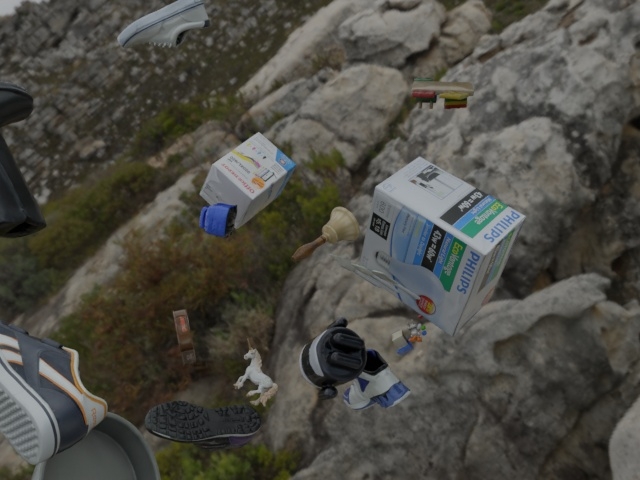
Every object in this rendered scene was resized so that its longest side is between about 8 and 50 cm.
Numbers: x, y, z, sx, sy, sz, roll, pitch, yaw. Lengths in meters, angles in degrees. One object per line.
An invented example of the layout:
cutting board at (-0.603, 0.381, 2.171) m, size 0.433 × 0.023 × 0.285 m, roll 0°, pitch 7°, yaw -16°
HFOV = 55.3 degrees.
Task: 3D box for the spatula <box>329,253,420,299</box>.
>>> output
spatula at (0.140, 0.091, 1.504) m, size 0.168 × 0.242 × 0.019 m, roll 14°, pitch 79°, yaw 37°

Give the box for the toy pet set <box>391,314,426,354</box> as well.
toy pet set at (0.269, 0.288, 1.773) m, size 0.114 × 0.065 × 0.122 m, roll -31°, pitch 14°, yaw 15°

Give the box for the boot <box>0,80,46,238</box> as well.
boot at (-0.867, -0.224, 1.689) m, size 0.146 × 0.445 × 0.367 m, roll -34°, pitch -7°, yaw 22°

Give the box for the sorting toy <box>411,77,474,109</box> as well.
sorting toy at (0.270, -0.322, 1.361) m, size 0.132 × 0.046 × 0.274 m, roll 4°, pitch 22°, yaw 9°

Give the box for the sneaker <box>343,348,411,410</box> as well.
sneaker at (0.166, 0.458, 2.051) m, size 0.127 × 0.182 × 0.315 m, roll -27°, pitch -4°, yaw -30°

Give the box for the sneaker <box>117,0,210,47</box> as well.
sneaker at (-0.391, -0.519, 1.516) m, size 0.258 × 0.091 × 0.094 m, roll -15°, pitch 19°, yaw 26°

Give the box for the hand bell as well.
hand bell at (0.000, 0.000, 1.940) m, size 0.242 × 0.126 × 0.126 m, roll -34°, pitch 14°, yaw -34°

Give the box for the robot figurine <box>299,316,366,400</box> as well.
robot figurine at (0.041, 0.367, 1.899) m, size 0.209 × 0.174 × 0.278 m, roll -37°, pitch -4°, yaw -30°

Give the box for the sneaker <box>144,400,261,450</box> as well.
sneaker at (-0.296, 0.477, 1.501) m, size 0.124 × 0.283 × 0.107 m, roll -62°, pitch 29°, yaw 33°

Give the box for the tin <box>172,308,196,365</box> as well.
tin at (-0.330, 0.235, 1.484) m, size 0.040 × 0.106 × 0.190 m, roll -14°, pitch -25°, yaw -15°

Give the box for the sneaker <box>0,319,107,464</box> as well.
sneaker at (-0.461, 0.209, 0.944) m, size 0.127 × 0.321 × 0.126 m, roll -16°, pitch -47°, yaw -52°

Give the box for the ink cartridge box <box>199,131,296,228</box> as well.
ink cartridge box at (-0.230, -0.190, 1.932) m, size 0.232 × 0.171 × 0.168 m, roll -45°, pitch -6°, yaw -40°

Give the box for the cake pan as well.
cake pan at (-0.424, 0.476, 1.159) m, size 0.054 × 0.293 × 0.293 m, roll -25°, pitch 26°, yaw 22°

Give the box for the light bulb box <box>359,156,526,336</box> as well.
light bulb box at (0.335, 0.016, 1.765) m, size 0.361 × 0.358 × 0.225 m, roll 35°, pitch 51°, yaw 26°

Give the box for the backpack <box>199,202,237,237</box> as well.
backpack at (-0.292, -0.056, 1.733) m, size 0.120 × 0.101 × 0.098 m, roll -103°, pitch 18°, yaw -82°

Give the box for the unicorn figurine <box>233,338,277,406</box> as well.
unicorn figurine at (-0.177, 0.362, 1.628) m, size 0.111 × 0.162 × 0.060 m, roll -43°, pitch -16°, yaw -22°
